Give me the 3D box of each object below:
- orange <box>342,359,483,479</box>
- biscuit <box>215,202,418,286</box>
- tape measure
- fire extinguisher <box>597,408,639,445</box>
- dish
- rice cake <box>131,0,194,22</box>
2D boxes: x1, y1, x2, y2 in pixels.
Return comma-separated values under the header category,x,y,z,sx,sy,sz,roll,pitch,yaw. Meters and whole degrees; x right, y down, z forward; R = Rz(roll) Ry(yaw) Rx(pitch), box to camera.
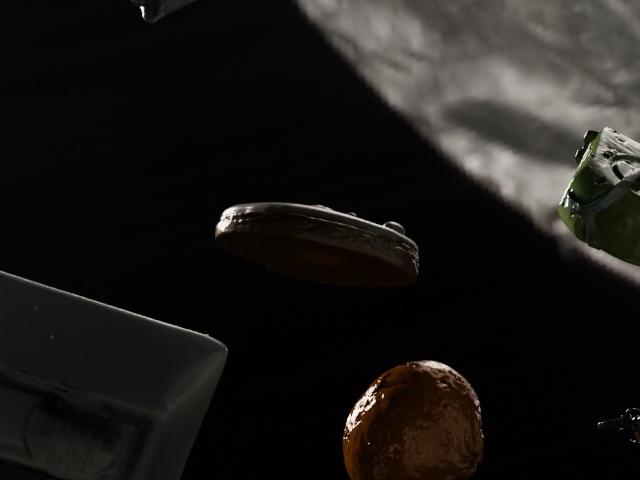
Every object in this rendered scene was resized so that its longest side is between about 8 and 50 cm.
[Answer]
category,x,y,z,sx,sy,sz,roll,pitch,yaw
orange,0.084,0.174,1.677,0.117,0.135,0.135,44,155,35
biscuit,0.000,0.000,1.778,0.208,0.181,0.049,27,-111,-51
tape measure,0.313,-0.037,1.892,0.087,0.154,0.177,-65,-7,29
fire extinguisher,0.372,0.195,1.925,0.062,0.177,0.050,139,139,-65
dish,-0.213,0.139,1.528,0.080,0.243,0.182,-105,35,-67
rice cake,-0.119,-0.282,1.869,0.069,0.206,0.063,33,129,21
